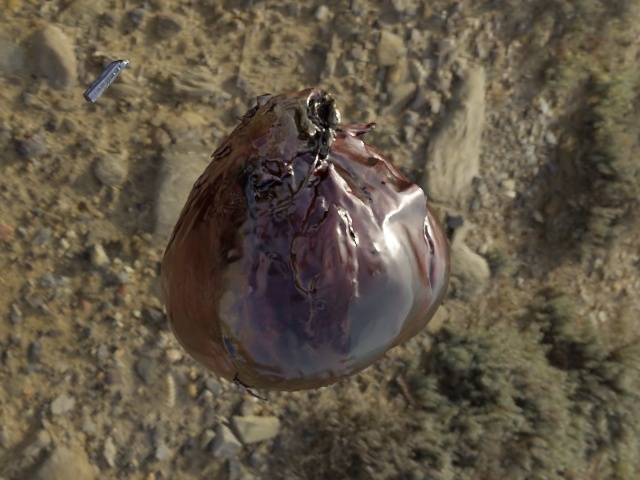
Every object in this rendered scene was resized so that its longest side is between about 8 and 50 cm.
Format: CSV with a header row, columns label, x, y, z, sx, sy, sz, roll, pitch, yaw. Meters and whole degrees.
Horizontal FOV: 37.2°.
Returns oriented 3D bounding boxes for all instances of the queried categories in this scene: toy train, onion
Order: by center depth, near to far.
label,x,y,z,sx,sy,sz,roll,pitch,yaw
onion,0.001,0.020,0.843,0.281,0.221,0.280,-10,106,-35
toy train,-0.297,-0.225,1.316,0.083,0.017,0.017,-55,135,-22
